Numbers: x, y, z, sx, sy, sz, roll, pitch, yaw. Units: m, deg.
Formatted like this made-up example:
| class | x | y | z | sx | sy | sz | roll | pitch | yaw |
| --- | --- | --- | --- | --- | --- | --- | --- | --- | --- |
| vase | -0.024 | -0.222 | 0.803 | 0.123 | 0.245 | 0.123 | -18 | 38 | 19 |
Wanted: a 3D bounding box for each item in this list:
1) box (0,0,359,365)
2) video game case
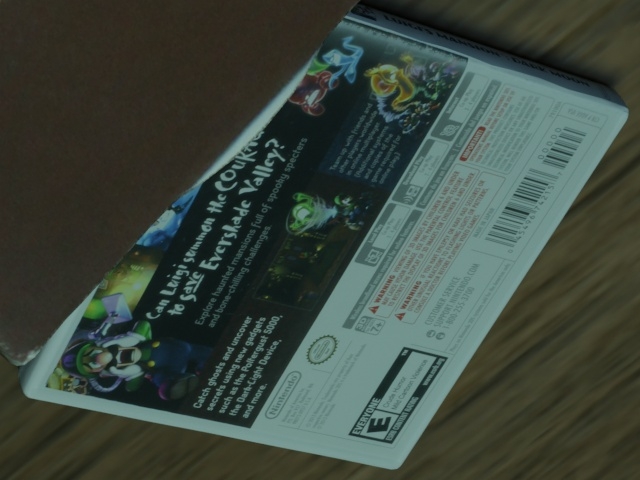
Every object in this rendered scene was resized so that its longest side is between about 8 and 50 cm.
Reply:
| class | x | y | z | sx | sy | sz | roll | pitch | yaw |
| --- | --- | --- | --- | --- | --- | --- | --- | --- | --- |
| box | -0.123 | -0.155 | 0.414 | 0.191 | 0.143 | 0.381 | -48 | 143 | -10 |
| video game case | 0.000 | 0.000 | 0.739 | 0.173 | 0.022 | 0.190 | 14 | 121 | -29 |
